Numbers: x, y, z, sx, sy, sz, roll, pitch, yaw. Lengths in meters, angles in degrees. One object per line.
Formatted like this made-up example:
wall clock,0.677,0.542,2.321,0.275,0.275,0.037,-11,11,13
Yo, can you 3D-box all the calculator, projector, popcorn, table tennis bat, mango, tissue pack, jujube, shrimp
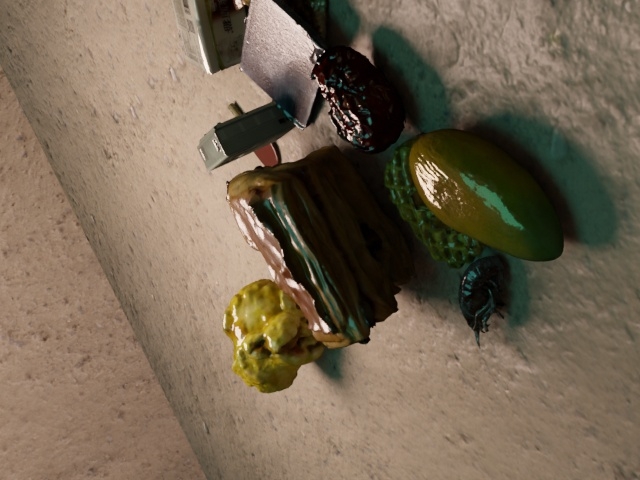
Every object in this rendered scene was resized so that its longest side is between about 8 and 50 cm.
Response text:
calculator,-0.058,-0.281,1.571,0.161,0.021,0.262,45,160,7
projector,-0.126,-0.182,1.726,0.061,0.147,0.115,64,155,0
popcorn,-0.087,0.195,2.046,0.203,0.226,0.200,0,163,22
table tennis bat,-0.121,-0.194,1.871,0.156,0.013,0.087,51,156,19
mango,0.207,-0.063,1.278,0.237,0.091,0.137,28,145,41
tissue pack,-0.183,-0.372,1.698,0.106,0.099,0.149,37,146,47
jujube,0.058,-0.201,1.416,0.166,0.104,0.104,61,156,7
shrimp,0.228,0.088,1.430,0.057,0.065,0.165,-97,-3,-47

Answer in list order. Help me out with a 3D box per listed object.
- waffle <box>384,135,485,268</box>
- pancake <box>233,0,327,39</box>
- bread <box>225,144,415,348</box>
waffle,0.157,-0.049,1.432,0.194,0.051,0.149,58,157,10
pancake,-0.072,-0.395,1.507,0.212,0.056,0.258,39,148,37
bread,0.000,0.000,1.634,0.314,0.191,0.370,59,168,-7
